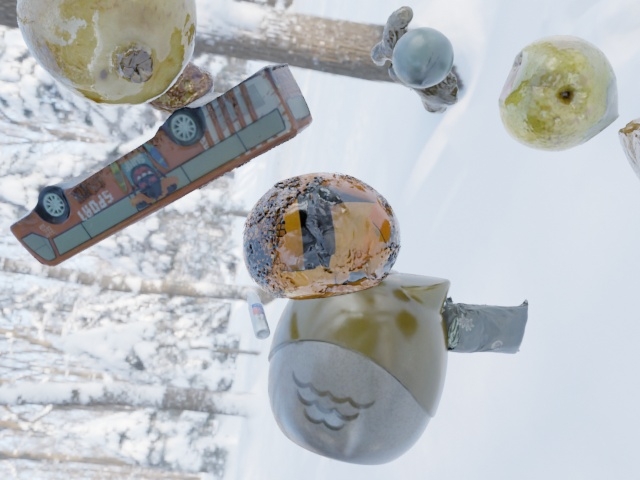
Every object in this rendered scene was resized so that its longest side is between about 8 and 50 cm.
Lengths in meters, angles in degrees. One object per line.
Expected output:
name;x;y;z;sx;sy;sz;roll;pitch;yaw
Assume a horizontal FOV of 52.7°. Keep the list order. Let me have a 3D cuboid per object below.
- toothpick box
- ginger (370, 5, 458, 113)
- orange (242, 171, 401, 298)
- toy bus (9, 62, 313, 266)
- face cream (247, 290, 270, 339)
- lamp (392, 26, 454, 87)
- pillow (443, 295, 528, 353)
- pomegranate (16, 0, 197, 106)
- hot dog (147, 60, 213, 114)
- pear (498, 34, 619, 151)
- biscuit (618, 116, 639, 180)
toothpick box;0.093;0.254;1.490;0.409;0.409;0.425;-142;65;-81
ginger;0.215;-0.384;1.462;0.166;0.333;0.080;-2;64;44
orange;0.000;0.000;0.953;0.234;0.234;0.182;117;135;-66
toy bus;-0.202;-0.084;0.774;0.092;0.409;0.093;60;-157;-12
face cream;-0.137;0.157;1.397;0.130;0.034;0.034;-114;31;-50
lamp;0.177;-0.315;1.115;0.105;0.105;0.105;-171;90;-82
pillow;0.412;0.222;1.630;0.059;0.255;0.169;-129;44;-68
pomegranate;-0.220;-0.229;0.681;0.196;0.196;0.196;-171;90;-82
hot dog;-0.234;-0.250;0.976;0.065;0.147;0.099;-39;26;59
pear;0.516;-0.320;1.420;0.271;0.271;0.271;-171;90;-82
biscuit;0.627;-0.037;1.065;0.365;0.062;0.385;55;-168;-15
